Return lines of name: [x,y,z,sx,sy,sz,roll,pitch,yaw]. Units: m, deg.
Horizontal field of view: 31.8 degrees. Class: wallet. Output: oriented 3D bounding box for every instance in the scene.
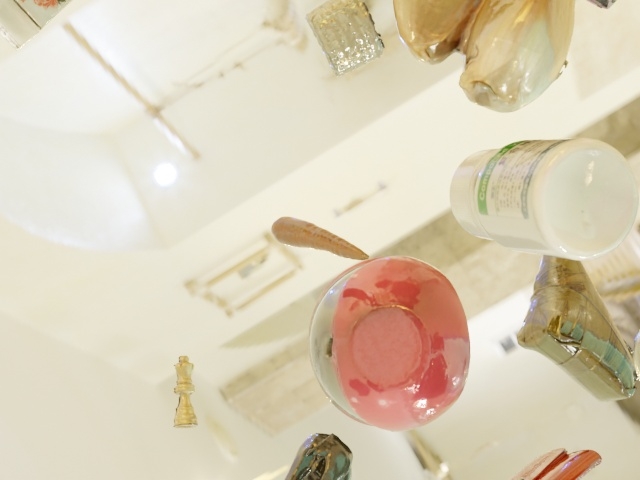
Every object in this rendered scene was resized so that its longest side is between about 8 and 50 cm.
wallet: [0.318,0.380,1.706,0.142,0.204,0.045,-29,88,52]

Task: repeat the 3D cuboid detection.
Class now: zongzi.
zongzi: [0.502,0.129,2.104,0.260,0.123,0.289,36,-128,-23]

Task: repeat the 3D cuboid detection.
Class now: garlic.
garlic: [0.253,-0.354,1.651,0.286,0.313,0.249,18,-174,-11]

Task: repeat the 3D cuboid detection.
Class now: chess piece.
chess piece: [-0.327,0.362,2.699,0.060,0.060,0.172,45,-142,-69]

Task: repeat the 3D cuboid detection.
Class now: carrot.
carrot: [0.000,0.000,1.765,0.216,0.048,0.048,17,152,45]

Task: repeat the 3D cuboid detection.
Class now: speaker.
speaker: [0.112,0.171,1.871,0.294,0.294,0.294,58,-175,-8]

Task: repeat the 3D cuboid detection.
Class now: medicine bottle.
medicine bottle: [0.253,-0.052,1.321,0.139,0.139,0.237,57,168,-13]

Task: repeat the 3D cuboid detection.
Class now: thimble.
thimble: [0.039,-0.324,1.762,0.115,0.090,0.102,61,-177,-46]

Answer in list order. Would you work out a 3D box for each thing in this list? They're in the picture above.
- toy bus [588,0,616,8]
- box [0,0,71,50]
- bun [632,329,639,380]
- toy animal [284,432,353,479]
toy bus: [0.318,-0.303,1.251,0.052,0.037,0.130,35,173,14]
box: [-0.409,-0.383,1.645,0.029,0.198,0.109,41,173,49]
bun: [0.560,0.135,1.512,0.273,0.273,0.168,48,-160,-65]
toy animal: [0.006,0.369,1.560,0.245,0.115,0.146,100,-163,-44]
